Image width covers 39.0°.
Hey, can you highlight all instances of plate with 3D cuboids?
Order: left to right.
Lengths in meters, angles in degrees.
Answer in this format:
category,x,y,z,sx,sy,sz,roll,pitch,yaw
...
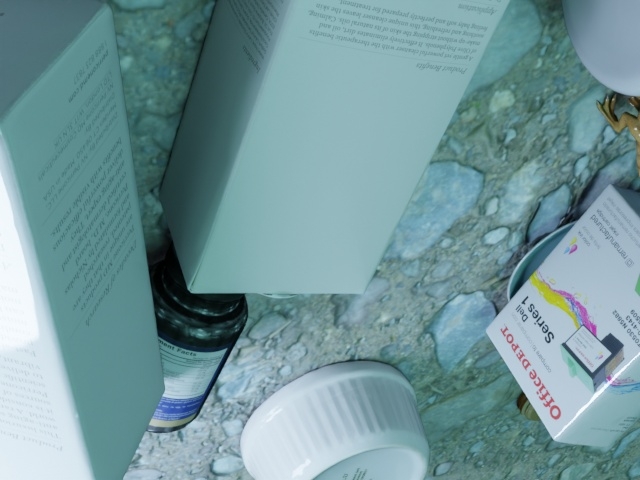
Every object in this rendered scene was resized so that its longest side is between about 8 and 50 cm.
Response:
category,x,y,z,sx,sy,sz,roll,pitch,yaw
plate,0.338,0.033,1.251,0.188,0.024,0.188,-15,136,-15

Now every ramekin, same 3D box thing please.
category,x,y,z,sx,sy,sz,roll,pitch,yaw
ramekin,0.032,0.305,1.282,0.273,0.127,0.273,-15,137,-14

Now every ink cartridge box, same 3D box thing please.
category,x,y,z,sx,sy,sz,roll,pitch,yaw
ink cartridge box,0.371,0.102,1.165,0.117,0.201,0.278,12,125,-35

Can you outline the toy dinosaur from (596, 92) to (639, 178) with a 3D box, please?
category,x,y,z,sx,sy,sz,roll,pitch,yaw
toy dinosaur,0.375,-0.127,1.045,0.064,0.112,0.211,-16,137,-14

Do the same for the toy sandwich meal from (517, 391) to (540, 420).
category,x,y,z,sx,sy,sz,roll,pitch,yaw
toy sandwich meal,0.364,0.265,1.491,0.085,0.029,0.086,-18,137,-18

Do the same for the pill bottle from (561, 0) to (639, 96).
category,x,y,z,sx,sy,sz,roll,pitch,yaw
pill bottle,0.439,-0.262,0.874,0.363,0.210,0.210,-10,135,-19

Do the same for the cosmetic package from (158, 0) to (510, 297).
category,x,y,z,sx,sy,sz,roll,pitch,yaw
cosmetic package,-0.001,-0.129,0.817,0.197,0.155,0.365,4,130,-29

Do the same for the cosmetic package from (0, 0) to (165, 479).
category,x,y,z,sx,sy,sz,roll,pitch,yaw
cosmetic package,-0.277,0.021,0.747,0.230,0.161,0.453,13,134,9

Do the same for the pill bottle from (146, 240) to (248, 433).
category,x,y,z,sx,sy,sz,roll,pitch,yaw
pill bottle,-0.152,0.097,0.984,0.122,0.123,0.219,6,127,-32
